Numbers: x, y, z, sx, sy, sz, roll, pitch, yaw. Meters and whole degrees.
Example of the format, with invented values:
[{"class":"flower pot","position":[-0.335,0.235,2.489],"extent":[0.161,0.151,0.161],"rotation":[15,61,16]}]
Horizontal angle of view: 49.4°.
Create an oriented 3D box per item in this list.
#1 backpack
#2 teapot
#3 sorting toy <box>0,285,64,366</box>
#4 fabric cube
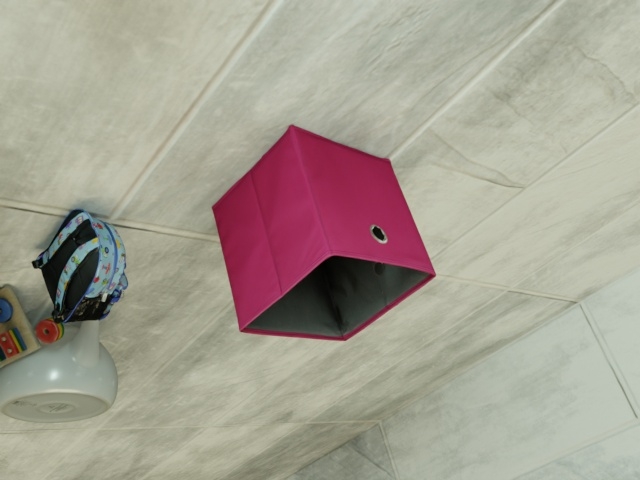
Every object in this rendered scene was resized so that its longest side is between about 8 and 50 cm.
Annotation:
[{"class":"backpack","position":[-0.394,0.036,1.188],"extent":[0.117,0.158,0.173],"rotation":[5,133,-48]},{"class":"teapot","position":[-0.543,0.260,1.440],"extent":[0.256,0.187,0.252],"rotation":[-8,151,-2]},{"class":"sorting toy","position":[-0.625,0.177,1.309],"extent":[0.275,0.132,0.046],"rotation":[-25,-178,14]},{"class":"fabric cube","position":[0.000,0.000,1.218],"extent":[0.254,0.258,0.259],"rotation":[13,139,-40]}]
